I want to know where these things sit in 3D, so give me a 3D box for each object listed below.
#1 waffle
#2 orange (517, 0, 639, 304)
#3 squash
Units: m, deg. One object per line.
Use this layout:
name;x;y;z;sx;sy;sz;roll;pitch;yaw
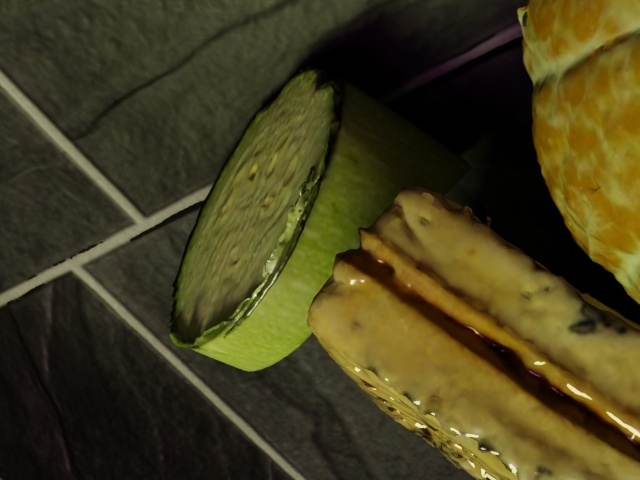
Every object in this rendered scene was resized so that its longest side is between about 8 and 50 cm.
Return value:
waffle;0.152;0.117;0.687;0.261;0.114;0.376;31;172;20
orange;0.258;-0.090;0.501;0.329;0.329;0.249;4;170;11
squash;-0.010;0.003;0.727;0.133;0.220;0.220;36;130;-18
